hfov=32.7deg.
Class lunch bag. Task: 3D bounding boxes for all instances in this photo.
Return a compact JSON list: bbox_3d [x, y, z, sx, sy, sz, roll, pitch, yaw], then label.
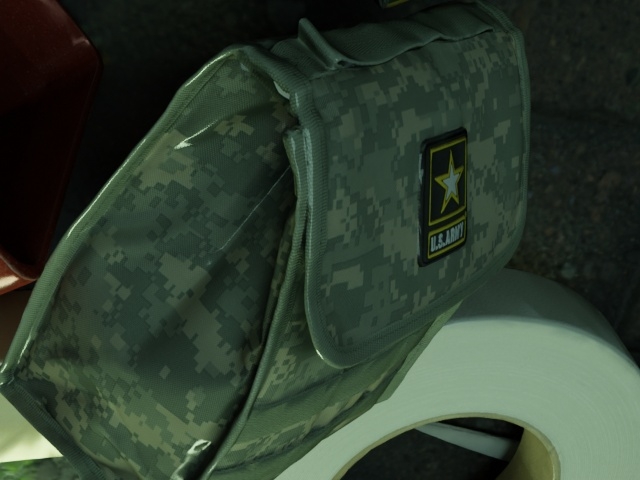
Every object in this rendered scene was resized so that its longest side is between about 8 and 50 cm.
[{"bbox_3d":[-0.007,0.000,0.604,0.235,0.169,0.287,-25,153,-52],"label":"lunch bag"}]

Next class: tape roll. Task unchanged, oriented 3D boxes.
[{"bbox_3d":[0.087,0.194,0.903,0.392,0.072,0.392,-8,127,-11],"label":"tape roll"}]

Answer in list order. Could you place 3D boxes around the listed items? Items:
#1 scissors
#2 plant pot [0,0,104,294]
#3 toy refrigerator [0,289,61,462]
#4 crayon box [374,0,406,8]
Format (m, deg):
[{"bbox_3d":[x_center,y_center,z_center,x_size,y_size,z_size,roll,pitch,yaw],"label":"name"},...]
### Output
[{"bbox_3d":[0.207,0.211,1.005,0.297,0.021,0.109,3,117,-18],"label":"scissors"},{"bbox_3d":[-0.308,-0.087,0.599,0.235,0.267,0.267,-29,120,15],"label":"plant pot"},{"bbox_3d":[-0.216,0.100,0.794,0.269,0.102,0.094,-3,117,-14],"label":"toy refrigerator"},{"bbox_3d":[0.147,-0.256,0.653,0.323,0.203,0.083,-22,119,-4],"label":"crayon box"}]
